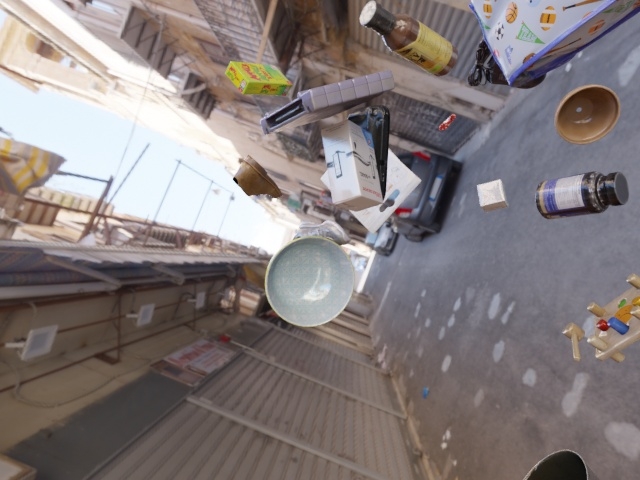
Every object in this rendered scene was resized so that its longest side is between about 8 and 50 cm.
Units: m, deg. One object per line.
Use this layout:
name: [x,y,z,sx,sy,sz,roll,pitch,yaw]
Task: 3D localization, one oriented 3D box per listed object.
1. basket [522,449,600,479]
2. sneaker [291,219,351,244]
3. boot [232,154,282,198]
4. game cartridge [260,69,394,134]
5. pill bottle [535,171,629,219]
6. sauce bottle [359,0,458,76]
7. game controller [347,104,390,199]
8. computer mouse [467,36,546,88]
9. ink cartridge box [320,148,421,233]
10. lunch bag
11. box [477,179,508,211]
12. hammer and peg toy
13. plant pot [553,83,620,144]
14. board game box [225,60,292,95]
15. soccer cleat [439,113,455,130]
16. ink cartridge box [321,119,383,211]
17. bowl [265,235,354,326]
basket: [0.423,0.478,0.686,0.204,0.227,0.154,-41,-8,-42]
sneaker: [0.000,0.000,1.641,0.281,0.105,0.115,1,48,55]
boot: [-0.240,-0.213,1.733,0.115,0.112,0.305,-49,-22,-1]
game cartridge: [0.004,-0.349,1.167,0.230,0.068,0.355,-26,13,-22]
pill bottle: [0.763,-0.133,1.338,0.219,0.122,0.123,-8,54,53]
sauce bottle: [0.267,-0.609,1.378,0.111,0.344,0.111,-26,58,50]
game controller: [0.144,-0.270,1.463,0.166,0.067,0.319,7,95,53]
computer mouse: [0.721,-0.666,1.745,0.072,0.272,0.189,-61,-16,-49]
ink cartridge box: [0.220,-0.260,1.989,0.308,0.385,0.091,-49,-27,17]
lunch bag: [0.596,-0.642,1.187,0.238,0.328,0.385,-15,-11,-35]
box: [0.728,-0.188,1.929,0.087,0.102,0.101,23,-121,-54]
hammer and peg toy: [1.033,0.308,1.608,0.266,0.127,0.361,-50,-7,-49]
plant pot: [1.076,-0.523,1.867,0.110,0.237,0.237,-71,-1,-59]
board game box: [-0.176,-0.470,1.330,0.181,0.092,0.043,-20,-25,-50]
soccer cleat: [0.528,-0.490,1.892,0.083,0.029,0.035,-47,0,29]
ink cartridge box: [0.085,-0.189,1.192,0.148,0.085,0.203,6,-108,-59]
bowl: [-0.045,0.123,1.499,0.156,0.289,0.290,-160,90,-77]
